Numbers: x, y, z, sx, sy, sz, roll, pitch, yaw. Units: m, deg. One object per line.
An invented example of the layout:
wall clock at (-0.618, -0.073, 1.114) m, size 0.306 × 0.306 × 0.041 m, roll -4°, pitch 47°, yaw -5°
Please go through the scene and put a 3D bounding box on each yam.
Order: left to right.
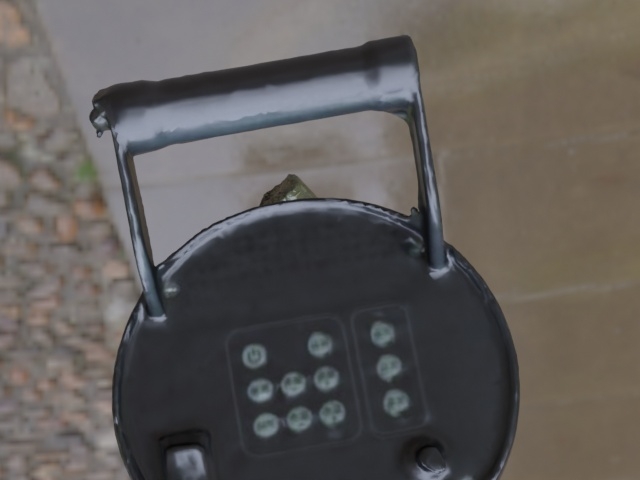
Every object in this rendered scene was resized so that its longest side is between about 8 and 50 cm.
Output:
yam at (0.000, 0.000, 1.641) m, size 0.132 × 0.054 × 0.054 m, roll 48°, pitch 131°, yaw -9°

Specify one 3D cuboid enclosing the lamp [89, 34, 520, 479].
lamp at (-0.002, 0.099, 0.966) m, size 0.205 × 0.374 × 0.272 m, roll -10°, pitch 178°, yaw -3°
